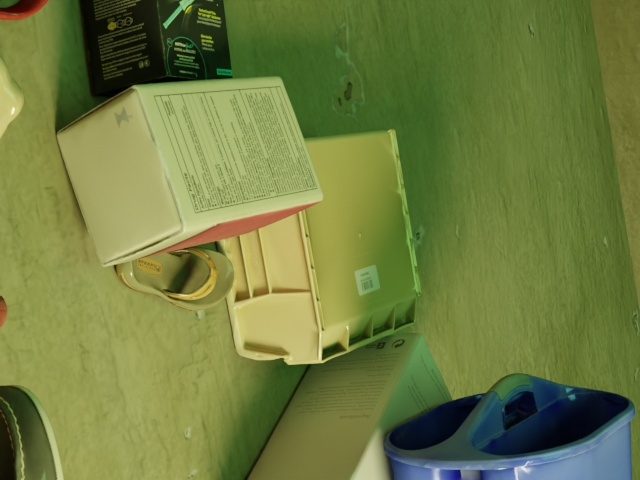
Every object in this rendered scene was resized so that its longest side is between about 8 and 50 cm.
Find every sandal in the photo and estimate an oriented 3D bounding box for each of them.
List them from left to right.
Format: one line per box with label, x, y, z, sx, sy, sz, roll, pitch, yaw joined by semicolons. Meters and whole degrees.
sandal;-0.146;0.033;1.287;0.180;0.049;0.072;18;68;-55

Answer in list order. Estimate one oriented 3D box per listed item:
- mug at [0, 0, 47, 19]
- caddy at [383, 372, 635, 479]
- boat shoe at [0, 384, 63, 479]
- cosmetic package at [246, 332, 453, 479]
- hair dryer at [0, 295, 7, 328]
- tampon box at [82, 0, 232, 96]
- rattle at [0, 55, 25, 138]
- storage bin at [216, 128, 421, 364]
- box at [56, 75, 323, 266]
mug;-0.285;-0.265;1.077;0.150;0.113;0.169;60;41;-28
caddy;0.219;0.242;1.359;0.341;0.241;0.179;-12;98;-58
boat shoe;-0.271;0.276;0.918;0.095;0.112;0.335;22;68;-60
cosmetic package;0.036;0.312;1.420;0.385;0.156;0.217;-55;128;-46
hair dryer;-0.313;-0.021;0.932;0.223;0.080;0.293;-35;138;-27
tampon box;-0.173;-0.236;1.253;0.120;0.101;0.161;-3;85;-59
rattle;-0.340;-0.164;1.007;0.200;0.130;0.143;36;37;-16
storage bin;0.000;0.000;1.460;0.262;0.123;0.260;-14;95;-59
box;-0.129;-0.075;1.231;0.232;0.127;0.148;-14;84;-53
